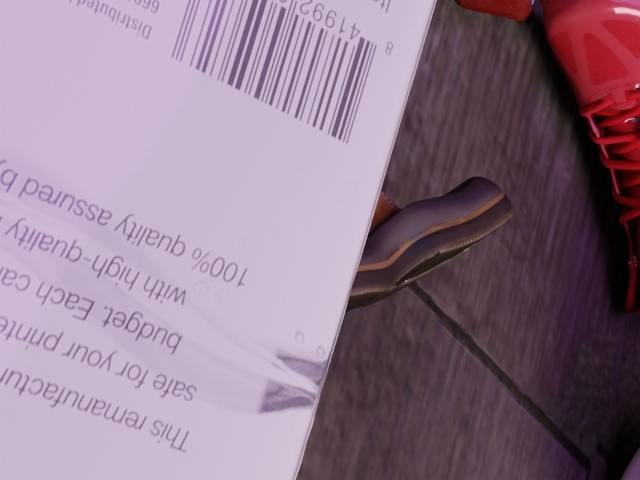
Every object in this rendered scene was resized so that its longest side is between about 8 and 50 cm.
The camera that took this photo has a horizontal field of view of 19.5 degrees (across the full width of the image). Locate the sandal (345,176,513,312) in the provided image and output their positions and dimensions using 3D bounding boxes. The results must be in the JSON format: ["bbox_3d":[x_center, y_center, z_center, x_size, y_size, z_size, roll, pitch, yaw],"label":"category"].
[{"bbox_3d":[0.000,0.000,0.716,0.219,0.090,0.060,-24,84,-50],"label":"sandal"}]

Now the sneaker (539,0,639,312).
[{"bbox_3d":[0.175,-0.040,0.945,0.221,0.087,0.128,36,54,-43],"label":"sneaker"}]

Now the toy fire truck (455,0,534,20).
[{"bbox_3d":[0.111,-0.287,0.863,0.254,0.169,0.302,89,14,-57],"label":"toy fire truck"}]

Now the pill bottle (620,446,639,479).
[{"bbox_3d":[0.288,0.203,0.968,0.301,0.169,0.169,42,51,-40],"label":"pill bottle"}]

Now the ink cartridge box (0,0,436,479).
[{"bbox_3d":[-0.100,-0.018,0.488,0.207,0.117,0.283,24,77,-35],"label":"ink cartridge box"}]
